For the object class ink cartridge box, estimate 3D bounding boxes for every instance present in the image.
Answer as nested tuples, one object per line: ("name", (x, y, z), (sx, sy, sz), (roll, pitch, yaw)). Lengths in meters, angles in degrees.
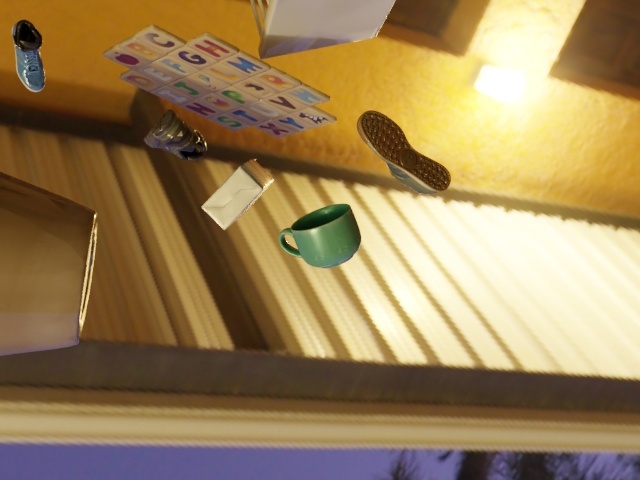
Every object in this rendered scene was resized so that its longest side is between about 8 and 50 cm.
("ink cartridge box", (-0.186, -0.113, 2.358), (0.078, 0.134, 0.231), (44, -169, -3))

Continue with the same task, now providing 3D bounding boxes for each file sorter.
("file sorter", (-0.004, -0.409, 1.485), (0.192, 0.278, 0.173), (-14, -98, -11))

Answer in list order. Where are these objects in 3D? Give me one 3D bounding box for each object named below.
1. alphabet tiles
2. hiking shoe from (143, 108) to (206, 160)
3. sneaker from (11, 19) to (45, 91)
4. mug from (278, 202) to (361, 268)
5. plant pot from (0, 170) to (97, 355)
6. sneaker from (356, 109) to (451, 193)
("alphabet tiles", (-0.155, -0.240, 1.585), (0.342, 0.011, 0.285), (23, 163, -33))
("hiking shoe", (-0.292, -0.201, 2.065), (0.114, 0.086, 0.227), (41, 177, -11))
("sneaker", (-0.619, -0.394, 2.152), (0.058, 0.152, 0.084), (-12, -174, -22))
("mug", (0.009, -0.004, 2.025), (0.129, 0.097, 0.157), (-31, -161, -29))
("plant pot", (-0.456, 0.034, 1.376), (0.280, 0.323, 0.323), (8, -150, -10))
("sneaker", (0.129, -0.142, 1.735), (0.192, 0.064, 0.086), (38, 163, -9))
